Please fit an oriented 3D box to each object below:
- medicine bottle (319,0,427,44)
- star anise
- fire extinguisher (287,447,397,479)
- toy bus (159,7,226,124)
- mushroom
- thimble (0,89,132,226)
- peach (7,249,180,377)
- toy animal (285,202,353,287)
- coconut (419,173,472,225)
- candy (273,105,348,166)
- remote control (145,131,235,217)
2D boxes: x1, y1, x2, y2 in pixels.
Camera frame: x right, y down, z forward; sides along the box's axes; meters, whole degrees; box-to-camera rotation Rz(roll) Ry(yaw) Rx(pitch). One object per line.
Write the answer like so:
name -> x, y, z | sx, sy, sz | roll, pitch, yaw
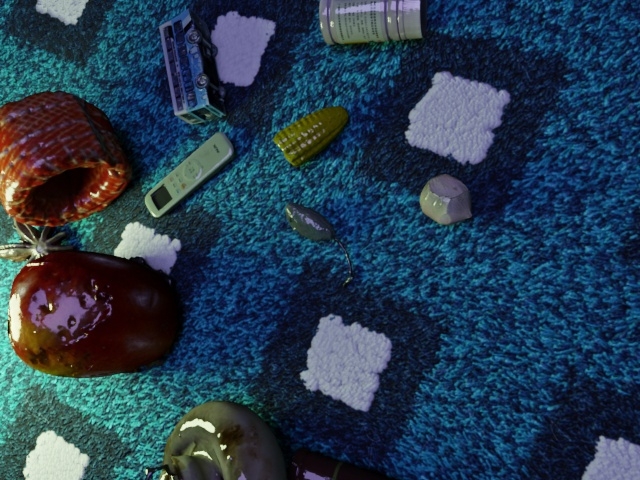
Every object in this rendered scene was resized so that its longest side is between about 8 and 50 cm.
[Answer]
medicine bottle -> 0.132, -0.560, 1.303 | 0.249, 0.133, 0.134 | 2, 85, 18
star anise -> -0.842, 0.037, 1.565 | 0.257, 0.111, 0.198 | 33, 69, 3
fire extinguisher -> 0.093, 0.587, 1.209 | 0.341, 0.105, 0.142 | 12, 127, 18
toy bus -> -0.355, -0.479, 1.469 | 0.130, 0.106, 0.298 | -16, 78, 18
mushroom -> -0.251, 0.555, 1.198 | 0.362, 0.294, 0.363 | -11, 73, 40
thimble -> -0.718, -0.214, 1.438 | 0.350, 0.350, 0.231 | -33, 74, 12
peach -> -0.585, 0.201, 1.390 | 0.416, 0.353, 0.340 | 5, 93, -23
toy animal -> 0.009, -0.004, 1.324 | 0.253, 0.070, 0.079 | 46, 134, 5
coconut -> 0.293, -0.089, 1.208 | 0.124, 0.110, 0.110 | 31, 94, 23
candy -> -0.017, -0.276, 1.342 | 0.198, 0.094, 0.106 | -34, 69, 6
remote control -> -0.364, -0.180, 1.471 | 0.309, 0.038, 0.090 | -37, 74, 11
